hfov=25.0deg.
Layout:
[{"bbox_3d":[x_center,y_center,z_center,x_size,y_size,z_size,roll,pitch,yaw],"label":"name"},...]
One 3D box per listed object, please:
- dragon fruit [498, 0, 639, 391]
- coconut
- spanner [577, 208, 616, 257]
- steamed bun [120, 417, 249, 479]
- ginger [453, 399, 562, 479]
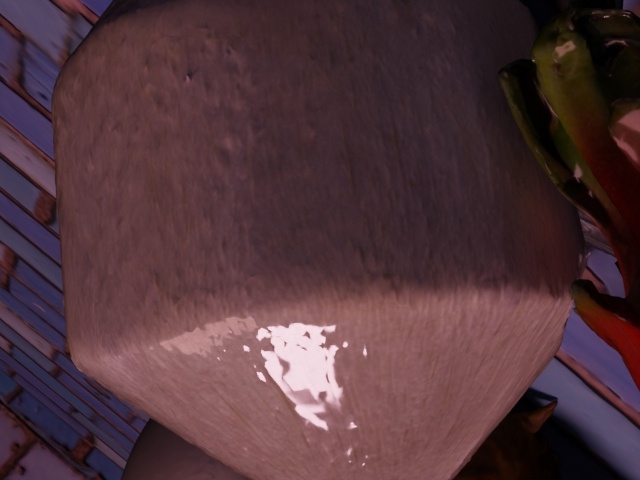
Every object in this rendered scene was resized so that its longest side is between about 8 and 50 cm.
[{"bbox_3d":[0.195,0.001,0.514,0.200,0.198,0.269,-31,82,34],"label":"dragon fruit"},{"bbox_3d":[0.000,0.000,0.663,0.237,0.237,0.265,118,144,-70],"label":"coconut"},{"bbox_3d":[0.140,-0.013,0.772,0.302,0.017,0.071,28,158,31],"label":"spanner"},{"bbox_3d":[-0.020,0.244,1.297,0.324,0.206,0.324,40,-175,-5],"label":"steamed bun"},{"bbox_3d":[0.160,0.243,1.056,0.418,0.254,0.176,24,-159,2],"label":"ginger"}]
